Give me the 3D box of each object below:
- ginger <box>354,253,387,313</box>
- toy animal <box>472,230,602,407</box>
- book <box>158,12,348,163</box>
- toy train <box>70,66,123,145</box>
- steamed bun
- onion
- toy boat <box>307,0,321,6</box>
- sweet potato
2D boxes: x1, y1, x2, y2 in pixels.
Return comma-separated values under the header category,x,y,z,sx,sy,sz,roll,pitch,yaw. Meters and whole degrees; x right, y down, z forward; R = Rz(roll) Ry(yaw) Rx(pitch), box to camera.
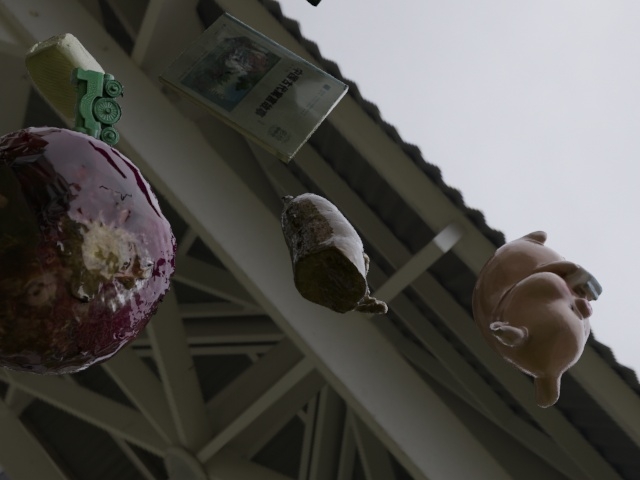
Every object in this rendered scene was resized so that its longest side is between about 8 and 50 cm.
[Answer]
category,x,y,z,sx,sy,sz,roll,pitch,yaw
ginger,0.060,0.097,1.626,0.150,0.065,0.258,-5,-42,20
toy animal,0.381,0.122,1.205,0.213,0.256,0.195,-35,-70,6
book,-0.118,-0.283,1.247,0.283,0.214,0.025,31,-29,6
toy train,-0.474,-0.270,1.451,0.071,0.105,0.178,-10,-105,54
steamed bun,-0.703,-0.472,1.964,0.170,0.152,0.238,-17,-51,20
onion,-0.414,0.017,1.013,0.385,0.348,0.347,-3,-66,47
toy boat,-0.056,-0.532,1.133,0.062,0.096,0.299,-8,-64,44
sweet potato,0.000,0.000,1.427,0.369,0.158,0.157,-108,-162,-52
